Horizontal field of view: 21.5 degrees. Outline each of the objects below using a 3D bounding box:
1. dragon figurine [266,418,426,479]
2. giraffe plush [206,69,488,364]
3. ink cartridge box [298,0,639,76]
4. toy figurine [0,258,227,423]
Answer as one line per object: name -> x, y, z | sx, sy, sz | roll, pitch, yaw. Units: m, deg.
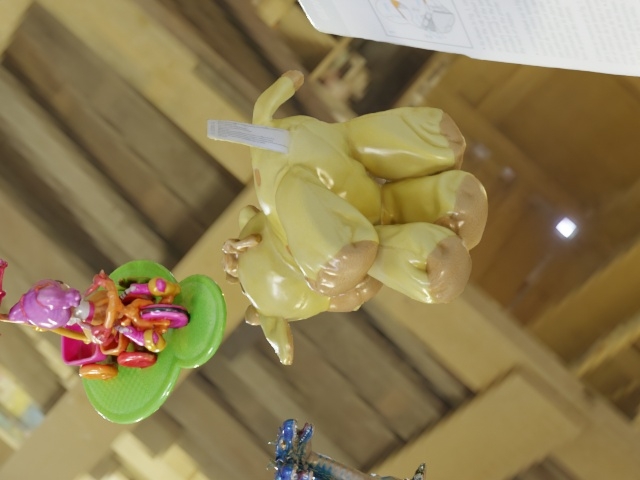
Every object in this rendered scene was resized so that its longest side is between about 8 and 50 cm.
dragon figurine -> 0.022, 0.256, 1.580 | 0.289, 0.144, 0.085 | 81, 23, -59
giraffe plush -> 0.000, 0.000, 1.232 | 0.170, 0.210, 0.181 | 113, -2, -48
ink cartridge box -> 0.123, -0.235, 1.071 | 0.091, 0.385, 0.308 | -64, 147, -23
toy figurine -> -0.184, 0.060, 1.247 | 0.173, 0.159, 0.130 | -17, -112, 42
